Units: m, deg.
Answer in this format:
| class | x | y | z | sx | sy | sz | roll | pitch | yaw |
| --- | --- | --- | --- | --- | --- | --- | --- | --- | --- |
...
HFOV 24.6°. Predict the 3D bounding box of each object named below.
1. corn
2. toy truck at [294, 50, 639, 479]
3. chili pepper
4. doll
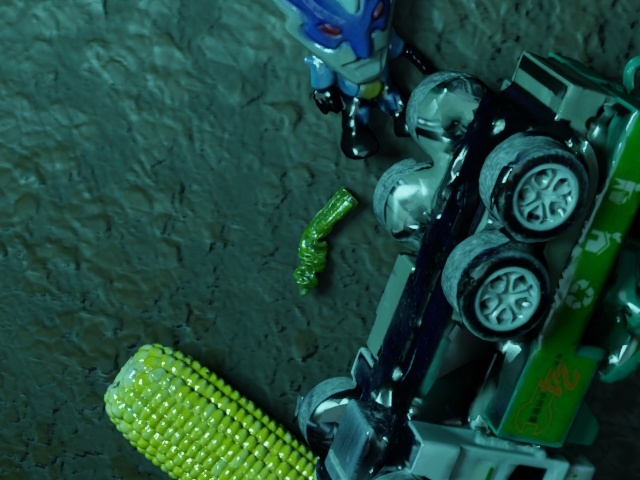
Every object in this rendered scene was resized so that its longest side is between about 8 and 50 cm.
| class | x | y | z | sx | sy | sz | roll | pitch | yaw |
| --- | --- | --- | --- | --- | --- | --- | --- | --- | --- |
| corn | -0.044 | 0.168 | 1.044 | 0.248 | 0.081 | 0.081 | 40 | 108 | -4 |
| toy truck | 0.121 | 0.046 | 0.933 | 0.178 | 0.176 | 0.363 | 17 | 107 | -22 |
| chili pepper | 0.000 | 0.000 | 1.020 | 0.027 | 0.022 | 0.083 | 27 | 104 | 2 |
| doll | 0.013 | -0.152 | 0.953 | 0.096 | 0.070 | 0.195 | -23 | 110 | -9 |
